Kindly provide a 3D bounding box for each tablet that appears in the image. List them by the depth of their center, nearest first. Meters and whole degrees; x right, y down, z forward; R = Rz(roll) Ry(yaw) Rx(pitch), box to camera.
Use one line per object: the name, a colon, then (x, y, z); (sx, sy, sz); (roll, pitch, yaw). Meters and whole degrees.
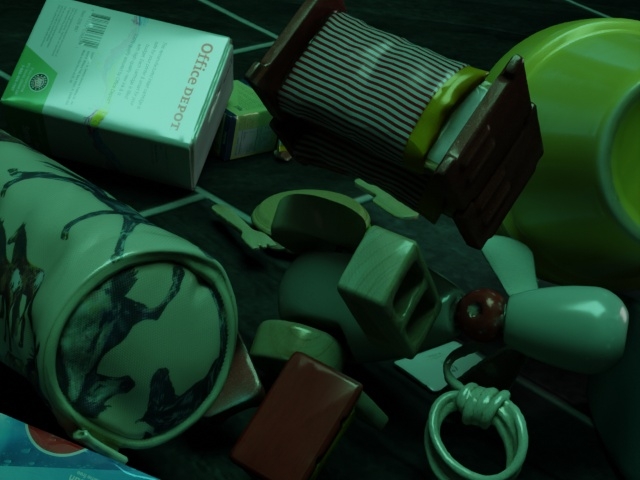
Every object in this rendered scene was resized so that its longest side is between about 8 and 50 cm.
tablet: (0.114, 0.115, 1.493); (0.083, 0.006, 0.054); (-16, 37, -40)

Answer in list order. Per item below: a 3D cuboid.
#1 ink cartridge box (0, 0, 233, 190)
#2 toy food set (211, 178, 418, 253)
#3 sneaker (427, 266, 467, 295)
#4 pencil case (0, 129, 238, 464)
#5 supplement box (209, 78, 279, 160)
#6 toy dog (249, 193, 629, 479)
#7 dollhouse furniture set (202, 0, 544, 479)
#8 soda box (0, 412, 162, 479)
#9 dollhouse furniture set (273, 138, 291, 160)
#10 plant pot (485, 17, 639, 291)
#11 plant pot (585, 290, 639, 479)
ink cartridge box: (-0.213, -0.159, 1.744); (0.212, 0.093, 0.154); (13, 59, 8)
toy food set: (-0.009, -0.014, 1.674); (0.192, 0.038, 0.132); (-11, 27, -26)
sneaker: (0.087, 0.037, 1.577); (0.166, 0.065, 0.076); (27, 28, 26)
pencil case: (-0.235, 0.028, 1.303); (0.160, 0.183, 0.410); (24, 2, -42)
supplement box: (-0.099, -0.138, 1.845); (0.083, 0.056, 0.083); (-15, 37, -41)
toy dog: (0.096, 0.076, 1.408); (0.334, 0.220, 0.161); (30, -6, 25)
dollhouse furniture set: (0.000, 0.000, 1.286); (0.201, 0.152, 0.374); (26, 73, 25)
soda box: (-0.200, 0.180, 1.162); (0.210, 0.067, 0.071); (20, 67, 16)
dollhouse furniture set: (0.004, -0.142, 1.869); (0.059, 0.076, 0.152); (18, 27, 16)
plant pot: (0.278, -0.073, 1.433); (0.254, 0.254, 0.239); (4, 4, -14)
plant pot: (0.333, 0.127, 1.384); (0.166, 0.165, 0.234); (1, 17, -18)
